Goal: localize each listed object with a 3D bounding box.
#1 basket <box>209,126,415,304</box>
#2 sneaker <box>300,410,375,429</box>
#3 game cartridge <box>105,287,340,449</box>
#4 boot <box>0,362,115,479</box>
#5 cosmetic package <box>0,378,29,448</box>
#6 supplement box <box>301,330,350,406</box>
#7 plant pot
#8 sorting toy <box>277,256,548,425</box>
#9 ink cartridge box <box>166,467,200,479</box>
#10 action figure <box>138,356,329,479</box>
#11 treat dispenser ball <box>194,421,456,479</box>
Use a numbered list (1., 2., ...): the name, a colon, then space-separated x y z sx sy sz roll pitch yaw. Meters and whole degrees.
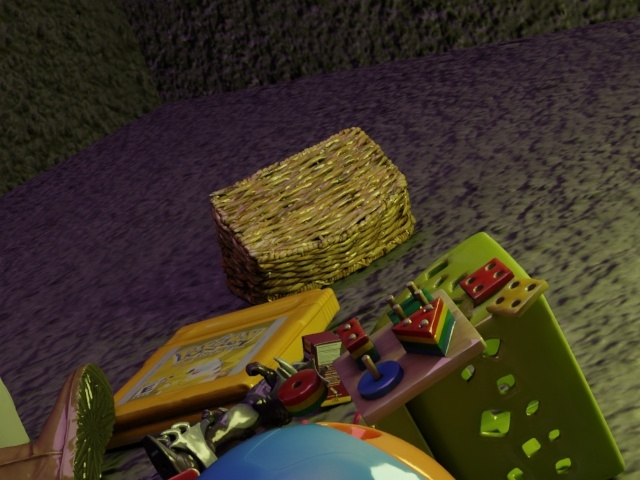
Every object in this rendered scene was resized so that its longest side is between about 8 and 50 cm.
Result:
1. basket: 0.000 0.000 2.490 0.299 0.223 0.213 -26 50 -17
2. sneaker: -0.020 0.248 1.706 0.208 0.094 0.081 -21 7 -2
3. game cartridge: -0.146 0.173 2.165 0.285 0.053 0.324 -17 17 27
4. boot: -0.416 0.283 2.022 0.269 0.089 0.236 -16 38 18
5. cosmetic package: -0.553 0.268 2.219 0.183 0.151 0.151 -33 20 -37
6. supplement box: 0.007 0.163 1.964 0.043 0.083 0.055 -9 12 -17
7. plant pot: 0.152 0.156 1.590 0.207 0.228 0.227 -29 18 -1
8. sorting toy: 0.082 0.092 1.462 0.274 0.046 0.132 -34 23 0
9. ink cartridge box: -0.135 0.320 1.392 0.134 0.231 0.078 -25 17 -14
10. action figure: -0.098 0.217 1.850 0.285 0.099 0.185 -36 -15 -43
11. treat dispenser ball: 0.004 0.288 1.220 0.288 0.288 0.288 -20 16 6
